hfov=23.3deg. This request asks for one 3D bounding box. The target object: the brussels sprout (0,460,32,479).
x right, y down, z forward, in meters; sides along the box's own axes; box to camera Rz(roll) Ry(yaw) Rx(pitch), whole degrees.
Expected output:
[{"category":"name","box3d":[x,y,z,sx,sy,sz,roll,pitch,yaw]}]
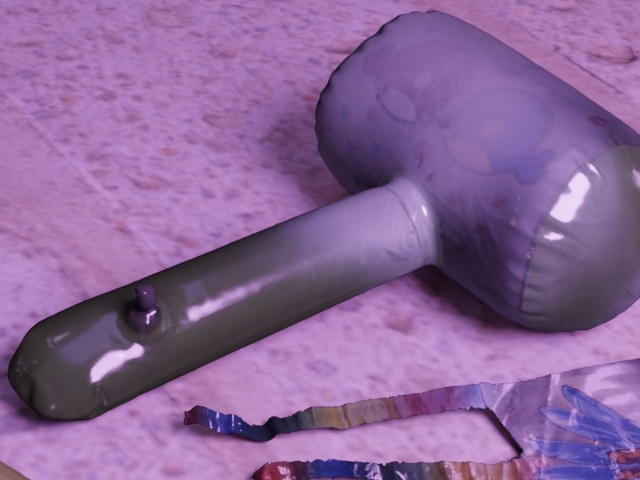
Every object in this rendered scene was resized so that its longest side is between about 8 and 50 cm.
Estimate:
[{"category":"brussels sprout","box3d":[-0.182,0.140,0.379,0.328,0.247,0.328,4,-4,0]}]

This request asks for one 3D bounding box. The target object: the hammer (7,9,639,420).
[{"category":"hammer","box3d":[0.000,0.000,0.765,0.335,0.119,0.206,-23,41,-28]}]

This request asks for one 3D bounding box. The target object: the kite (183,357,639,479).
[{"category":"kite","box3d":[0.103,0.107,0.689,0.310,0.015,0.169,-5,35,-17]}]
